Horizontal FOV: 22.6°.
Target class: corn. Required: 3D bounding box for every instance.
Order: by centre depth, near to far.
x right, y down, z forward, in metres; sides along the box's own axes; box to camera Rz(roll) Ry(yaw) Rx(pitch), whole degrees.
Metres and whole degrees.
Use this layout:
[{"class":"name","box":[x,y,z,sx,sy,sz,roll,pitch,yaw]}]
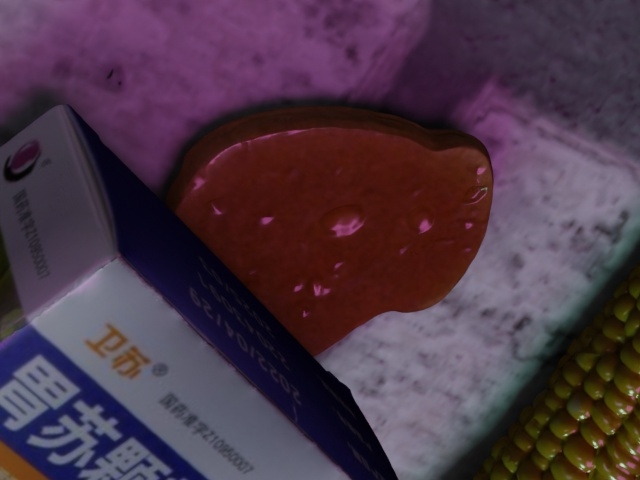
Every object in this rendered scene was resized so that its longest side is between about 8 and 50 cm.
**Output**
[{"class":"corn","box":[0.137,0.100,0.733,0.102,0.102,0.313,30,104,-35]}]

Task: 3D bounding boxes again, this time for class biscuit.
[{"class":"biscuit","box":[0.000,-0.001,0.654,0.140,0.023,0.118,10,118,-28]}]

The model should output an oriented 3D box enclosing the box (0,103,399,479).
[{"class":"box","box":[-0.142,0.120,0.603,0.299,0.106,0.200,-37,128,6]}]
